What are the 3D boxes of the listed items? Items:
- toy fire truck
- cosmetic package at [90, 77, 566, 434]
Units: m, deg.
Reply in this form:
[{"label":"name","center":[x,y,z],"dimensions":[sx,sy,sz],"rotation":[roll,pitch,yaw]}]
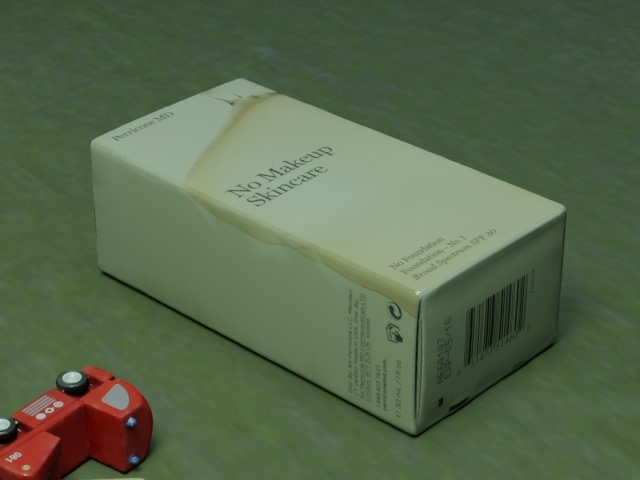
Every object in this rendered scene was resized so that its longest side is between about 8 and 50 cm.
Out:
[{"label":"toy fire truck","center":[-0.149,0.148,0.995],"dimensions":[0.135,0.047,0.192],"rotation":[20,35,31]},{"label":"cosmetic package","center":[0.000,0.000,1.192],"dimensions":[0.309,0.113,0.160],"rotation":[25,38,35]}]
